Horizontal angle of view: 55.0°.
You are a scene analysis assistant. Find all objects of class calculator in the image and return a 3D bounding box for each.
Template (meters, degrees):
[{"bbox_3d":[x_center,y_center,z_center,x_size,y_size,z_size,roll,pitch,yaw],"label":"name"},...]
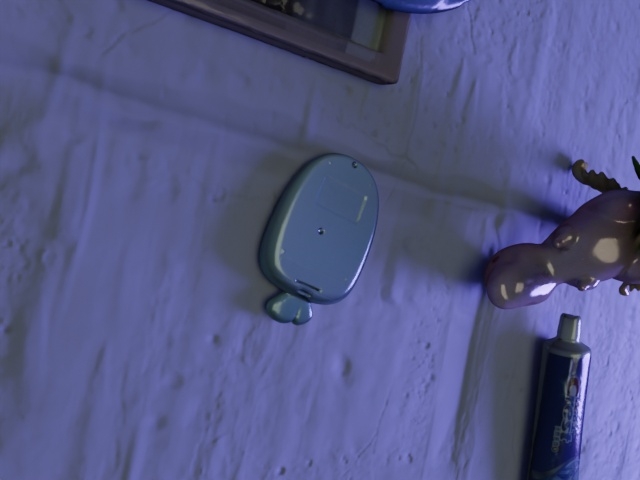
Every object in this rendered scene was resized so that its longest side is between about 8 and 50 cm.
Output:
[{"bbox_3d":[0.000,0.000,0.518,0.095,0.021,0.152,26,79,-26],"label":"calculator"}]

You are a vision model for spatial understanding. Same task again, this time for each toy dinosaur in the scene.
[{"bbox_3d":[0.267,0.019,0.599,0.194,0.177,0.152,-43,109,-49],"label":"toy dinosaur"}]

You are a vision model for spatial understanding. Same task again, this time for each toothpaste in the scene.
[{"bbox_3d":[0.249,0.209,0.652,0.069,0.047,0.268,-1,99,-39],"label":"toothpaste"}]

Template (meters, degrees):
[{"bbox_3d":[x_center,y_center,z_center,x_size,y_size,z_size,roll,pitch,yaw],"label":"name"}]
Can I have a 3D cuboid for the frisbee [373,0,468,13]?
[{"bbox_3d":[0.078,-0.330,0.484,0.290,0.049,0.289,-2,95,-27],"label":"frisbee"}]

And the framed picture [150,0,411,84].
[{"bbox_3d":[-0.032,-0.379,0.467,0.326,0.028,0.445,11,89,-28],"label":"framed picture"}]
